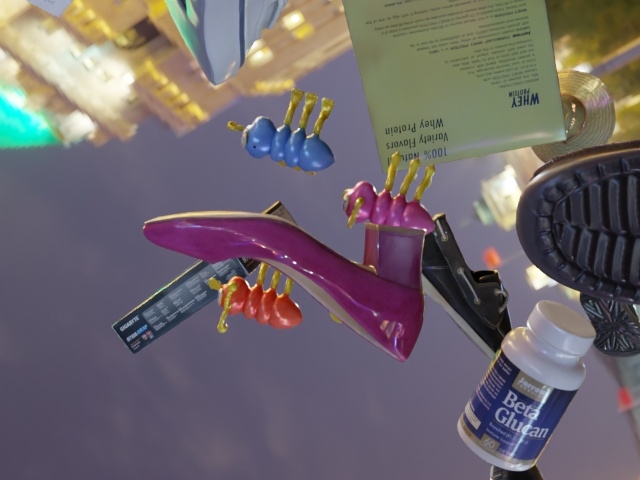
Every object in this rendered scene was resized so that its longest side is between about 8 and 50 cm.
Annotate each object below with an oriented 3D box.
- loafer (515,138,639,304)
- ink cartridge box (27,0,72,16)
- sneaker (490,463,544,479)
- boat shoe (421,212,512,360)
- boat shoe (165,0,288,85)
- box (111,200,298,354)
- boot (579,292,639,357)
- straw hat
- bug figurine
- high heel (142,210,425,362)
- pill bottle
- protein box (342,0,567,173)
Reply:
[{"bbox_3d":[0.331,-0.030,1.141,0.130,0.366,0.133,-130,39,-68],"label":"loafer"},{"bbox_3d":[-0.182,-0.282,0.861,0.172,0.237,0.100,26,-133,-27],"label":"ink cartridge box"},{"bbox_3d":[0.273,0.372,1.696,0.106,0.078,0.234,108,156,-72],"label":"sneaker"},{"bbox_3d":[0.181,0.072,1.500,0.233,0.079,0.084,49,-178,-13],"label":"boat shoe"},{"bbox_3d":[-0.047,-0.160,0.793,0.095,0.084,0.258,63,172,-1],"label":"boat shoe"},{"bbox_3d":[-0.147,0.048,1.722,0.051,0.220,0.175,53,-151,-4],"label":"box"},{"bbox_3d":[0.399,0.028,1.781,0.189,0.076,0.208,63,-151,-45],"label":"boot"},{"bbox_3d":[0.315,-0.164,1.764,0.061,0.144,0.144,-1,-117,-46],"label":"straw hat"},{"bbox_3d":[0.000,0.000,1.296,0.072,0.216,0.279,-66,-11,-55],"label":"bug figurine"},{"bbox_3d":[-0.030,0.037,1.113,0.082,0.244,0.117,-169,84,-73],"label":"high heel"},{"bbox_3d":[0.221,0.151,1.401,0.094,0.169,0.094,21,-158,-9],"label":"pill bottle"},{"bbox_3d":[0.142,-0.203,1.394,0.136,0.200,0.201,-82,-21,-62],"label":"protein box"}]
